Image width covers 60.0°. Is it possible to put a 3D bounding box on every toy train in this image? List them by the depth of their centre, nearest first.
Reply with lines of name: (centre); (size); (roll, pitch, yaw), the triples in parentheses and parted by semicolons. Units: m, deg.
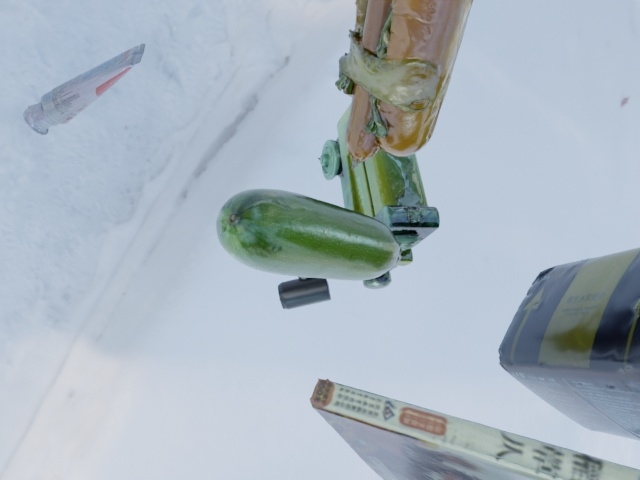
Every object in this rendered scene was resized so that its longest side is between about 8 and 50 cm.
toy train: (0.112, -0.109, 1.128); (0.160, 0.253, 0.396); (3, 67, -22)

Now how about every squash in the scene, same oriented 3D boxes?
squash: (0.000, 0.000, 0.742); (0.395, 0.107, 0.107); (9, 94, -54)

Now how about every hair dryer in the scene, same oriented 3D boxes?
hair dryer: (-0.046, 0.033, 1.086); (0.101, 0.057, 0.197); (-11, 97, 0)

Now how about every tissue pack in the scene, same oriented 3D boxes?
tissue pack: (0.509, 0.166, 0.852); (0.264, 0.416, 0.253); (35, 73, -3)

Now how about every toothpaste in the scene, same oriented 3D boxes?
toothpaste: (-0.393, -0.257, 0.931); (0.234, 0.089, 0.057); (-29, 129, 14)

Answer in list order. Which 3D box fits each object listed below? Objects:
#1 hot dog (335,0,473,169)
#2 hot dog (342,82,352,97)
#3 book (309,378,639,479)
hot dog: (0.058, -0.168, 0.375); (0.072, 0.109, 0.269); (-5, 127, -18)
hot dog: (0.163, -0.372, 1.324); (0.163, 0.270, 0.081); (-37, 135, -22)
book: (0.222, 0.259, 0.527); (0.039, 0.428, 0.300); (-60, 137, -29)
